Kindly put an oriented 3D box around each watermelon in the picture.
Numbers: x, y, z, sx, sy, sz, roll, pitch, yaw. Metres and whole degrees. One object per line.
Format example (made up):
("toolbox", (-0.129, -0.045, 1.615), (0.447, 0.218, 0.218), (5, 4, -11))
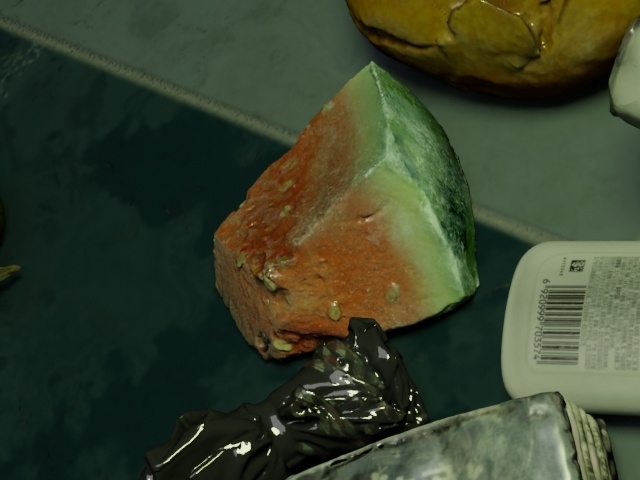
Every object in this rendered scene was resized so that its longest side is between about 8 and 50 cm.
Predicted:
("watermelon", (0.000, 0.000, 1.386), (0.256, 0.140, 0.193), (-31, 47, 22))

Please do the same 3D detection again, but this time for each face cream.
("face cream", (0.282, 0.064, 1.209), (0.291, 0.071, 0.144), (-2, 66, 29))

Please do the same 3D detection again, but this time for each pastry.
("pastry", (0.176, -0.279, 1.386), (0.356, 0.164, 0.356), (-14, 60, 26))

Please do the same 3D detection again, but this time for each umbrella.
("umbrella", (-0.050, 0.161, 1.296), (0.272, 0.122, 0.110), (-26, 96, -2))

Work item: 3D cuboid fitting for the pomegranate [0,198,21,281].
("pomegranate", (-0.370, -0.017, 1.576), (0.169, 0.148, 0.148), (34, 85, 26))

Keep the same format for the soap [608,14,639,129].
("soap", (0.469, -0.165, 1.133), (0.435, 0.213, 0.350), (13, 76, 33))

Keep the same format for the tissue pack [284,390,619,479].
("tissue pack", (0.110, 0.313, 1.152), (0.259, 0.122, 0.361), (-20, 60, 23))
